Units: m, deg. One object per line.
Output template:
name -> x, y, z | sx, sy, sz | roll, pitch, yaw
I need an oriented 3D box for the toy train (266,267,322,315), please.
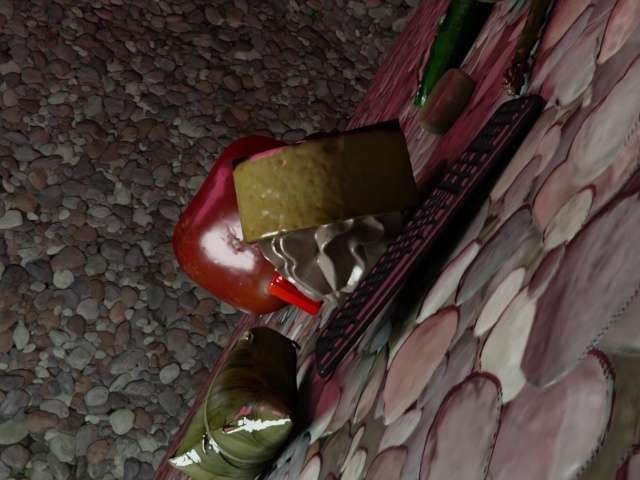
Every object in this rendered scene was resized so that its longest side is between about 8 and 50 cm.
toy train -> 0.000, 0.000, 1.064 | 0.131, 0.083, 0.204 | -55, 9, 43

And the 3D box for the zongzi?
zongzi -> -0.050, 0.140, 0.740 | 0.204, 0.094, 0.205 | -49, 11, 45

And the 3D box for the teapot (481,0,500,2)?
teapot -> 0.227, -0.389, 0.829 | 0.204, 0.139, 0.298 | -58, 4, -13

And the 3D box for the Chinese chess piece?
Chinese chess piece -> 0.153, -0.168, 0.865 | 0.084, 0.034, 0.084 | -58, 8, 12

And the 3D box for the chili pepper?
chili pepper -> 0.189, -0.289, 1.073 | 0.216, 0.062, 0.108 | -61, -1, -16

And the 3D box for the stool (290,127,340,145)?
stool -> 0.027, -0.182, 1.690 | 0.139, 0.228, 0.153 | -36, -57, -47

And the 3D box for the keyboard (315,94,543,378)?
keyboard -> 0.053, 0.040, 0.590 | 0.381, 0.041, 0.103 | -59, 5, 5

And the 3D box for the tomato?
tomato -> -0.122, -0.025, 1.366 | 0.325, 0.293, 0.290 | -49, -3, 18

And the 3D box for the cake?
cake -> 0.016, -0.025, 0.751 | 0.185, 0.178, 0.208 | -11, 11, 26

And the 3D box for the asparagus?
asparagus -> 0.205, -0.213, 0.674 | 0.024, 0.025, 0.248 | 1, 48, 33
